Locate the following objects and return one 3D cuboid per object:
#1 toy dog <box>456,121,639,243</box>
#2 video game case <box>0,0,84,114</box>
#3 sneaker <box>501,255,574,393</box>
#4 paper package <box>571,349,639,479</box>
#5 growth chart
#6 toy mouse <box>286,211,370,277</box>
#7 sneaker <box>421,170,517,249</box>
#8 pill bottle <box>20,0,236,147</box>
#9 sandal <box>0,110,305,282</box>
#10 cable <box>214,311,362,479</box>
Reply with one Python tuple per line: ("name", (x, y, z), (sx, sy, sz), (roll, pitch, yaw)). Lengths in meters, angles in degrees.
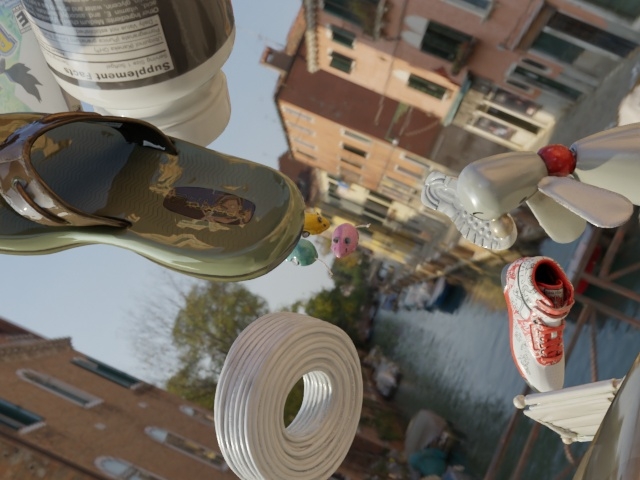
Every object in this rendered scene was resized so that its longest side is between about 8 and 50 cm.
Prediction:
("toy dog", (0.343, -0.050, 0.877), (0.220, 0.334, 0.161), (1, -106, -73))
("video game case", (-0.535, -0.221, 1.223), (0.036, 0.329, 0.299), (-35, -71, -62))
("sneaker", (0.419, 0.160, 1.401), (0.145, 0.090, 0.270), (139, 120, -75))
("paper package", (0.375, 0.262, 0.629), (0.324, 0.310, 0.168), (88, -154, -47))
("growth chart", (0.349, 0.216, 0.928), (0.237, 0.172, 0.021), (36, -133, -46))
("toy mouse", (0.000, 0.000, 1.073), (0.143, 0.161, 0.031), (-105, 10, -55))
("sneaker", (0.279, -0.054, 1.324), (0.090, 0.095, 0.235), (-61, 37, 17))
("pill bottle", (-0.171, -0.227, 0.648), (0.318, 0.176, 0.176), (82, -153, -48))
("sandal", (-0.158, -0.049, 0.530), (0.086, 0.303, 0.120), (73, -153, -60))
("cable", (-0.041, 0.234, 1.085), (0.257, 0.089, 0.257), (44, -117, -42))
